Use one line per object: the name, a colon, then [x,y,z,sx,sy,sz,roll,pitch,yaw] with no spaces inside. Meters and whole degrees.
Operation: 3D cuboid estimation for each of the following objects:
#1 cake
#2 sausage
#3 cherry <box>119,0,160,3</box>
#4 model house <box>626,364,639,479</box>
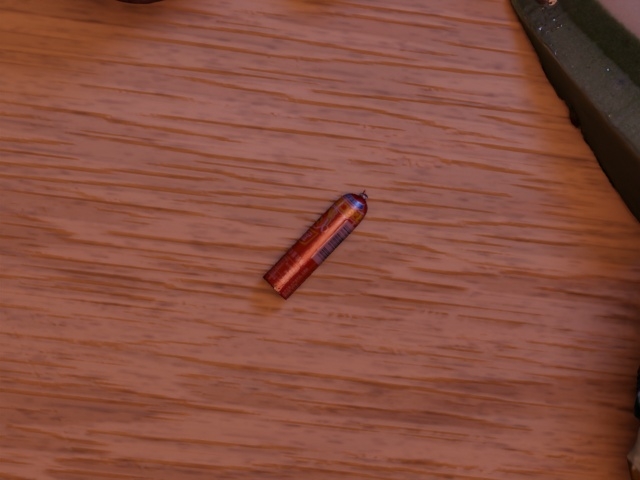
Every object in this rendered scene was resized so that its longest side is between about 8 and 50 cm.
cake: [0.315,-0.163,1.744,0.158,0.172,0.284,-34,94,-6]
sausage: [0.000,0.000,1.780,0.034,0.034,0.129,44,88,-7]
cherry: [-0.154,-0.348,1.658,0.261,0.221,0.307,-33,84,-11]
model house: [0.380,0.130,1.745,0.184,0.253,0.291,22,107,6]
